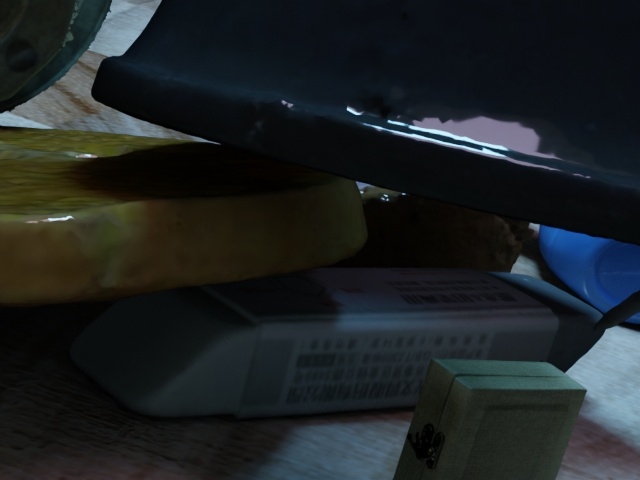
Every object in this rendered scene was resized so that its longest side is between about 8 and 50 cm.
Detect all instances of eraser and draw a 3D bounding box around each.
[{"bbox_3d":[0.025,0.054,0.950,0.352,0.061,0.089,2,19,-41],"label":"eraser"}]

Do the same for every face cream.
[{"bbox_3d":[0.250,-0.008,1.334,0.149,0.083,0.264,1,15,5],"label":"face cream"}]

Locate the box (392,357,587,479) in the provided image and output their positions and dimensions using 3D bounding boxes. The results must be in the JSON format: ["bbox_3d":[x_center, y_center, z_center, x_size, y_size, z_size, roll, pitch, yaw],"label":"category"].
[{"bbox_3d":[0.079,0.100,0.807,0.083,0.079,0.035,6,19,-36],"label":"box"}]

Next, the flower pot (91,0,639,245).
[{"bbox_3d":[0.079,-0.147,0.859,0.379,0.251,0.379,12,7,-1],"label":"flower pot"}]

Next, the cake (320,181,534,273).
[{"bbox_3d":[0.000,0.000,1.109,0.295,0.113,0.116,-3,18,-14],"label":"cake"}]

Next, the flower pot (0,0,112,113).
[{"bbox_3d":[-0.265,-0.195,1.104,0.290,0.290,0.259,12,13,-14],"label":"flower pot"}]

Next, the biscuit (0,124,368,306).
[{"bbox_3d":[-0.182,-0.014,0.873,0.385,0.062,0.365,8,11,34],"label":"biscuit"}]

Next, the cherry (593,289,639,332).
[{"bbox_3d":[0.394,0.030,0.972,0.335,0.291,0.326,1,49,-38],"label":"cherry"}]
